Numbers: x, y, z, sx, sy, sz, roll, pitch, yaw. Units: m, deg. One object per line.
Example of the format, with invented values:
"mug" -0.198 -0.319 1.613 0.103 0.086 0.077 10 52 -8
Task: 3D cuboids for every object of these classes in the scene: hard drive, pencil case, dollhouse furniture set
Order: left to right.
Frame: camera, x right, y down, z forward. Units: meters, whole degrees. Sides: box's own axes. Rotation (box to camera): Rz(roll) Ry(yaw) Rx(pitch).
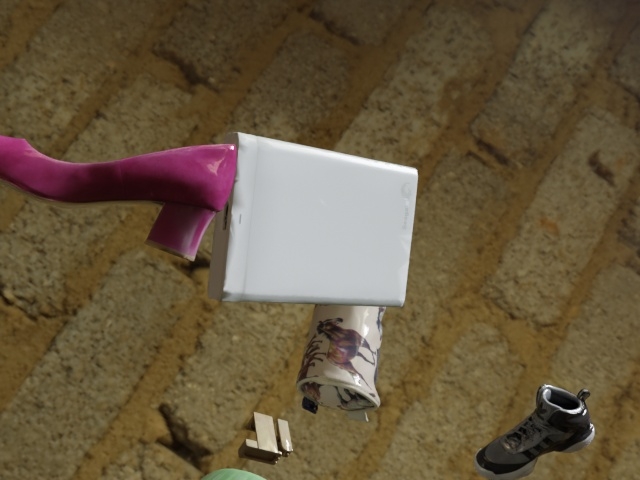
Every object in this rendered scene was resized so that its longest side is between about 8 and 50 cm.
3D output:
"dollhouse furniture set" -0.145 0.575 2.042 0.151 0.144 0.123 -56 -152 25
"hard drive" 0.001 -0.017 1.005 0.040 0.307 0.203 6 -90 51
"pencil case" 0.064 0.145 1.519 0.184 0.159 0.411 72 25 -52

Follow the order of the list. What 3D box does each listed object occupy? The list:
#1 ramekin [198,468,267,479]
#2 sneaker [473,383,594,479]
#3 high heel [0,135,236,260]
"ramekin" -0.117 0.477 1.079 0.148 0.303 0.303 -36 166 -47
"sneaker" 0.431 0.380 1.539 0.268 0.153 0.101 -19 -144 -9
"high heel" -0.200 -0.077 0.683 0.082 0.244 0.117 -173 -74 -81
